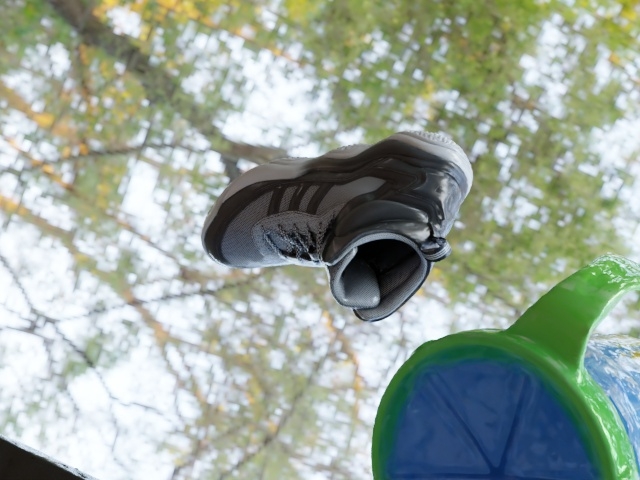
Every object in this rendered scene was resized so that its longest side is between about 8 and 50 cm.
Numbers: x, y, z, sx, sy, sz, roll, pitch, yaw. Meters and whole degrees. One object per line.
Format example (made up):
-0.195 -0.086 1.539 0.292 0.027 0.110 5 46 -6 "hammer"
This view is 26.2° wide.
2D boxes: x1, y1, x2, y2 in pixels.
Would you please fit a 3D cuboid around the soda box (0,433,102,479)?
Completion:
-0.100 0.148 0.649 0.060 0.168 0.053 -64 166 -11 "soda box"

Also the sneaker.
0.000 0.000 1.203 0.268 0.101 0.153 -16 -143 24 "sneaker"

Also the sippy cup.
0.199 0.173 1.126 0.305 0.224 0.240 -38 -109 39 "sippy cup"
